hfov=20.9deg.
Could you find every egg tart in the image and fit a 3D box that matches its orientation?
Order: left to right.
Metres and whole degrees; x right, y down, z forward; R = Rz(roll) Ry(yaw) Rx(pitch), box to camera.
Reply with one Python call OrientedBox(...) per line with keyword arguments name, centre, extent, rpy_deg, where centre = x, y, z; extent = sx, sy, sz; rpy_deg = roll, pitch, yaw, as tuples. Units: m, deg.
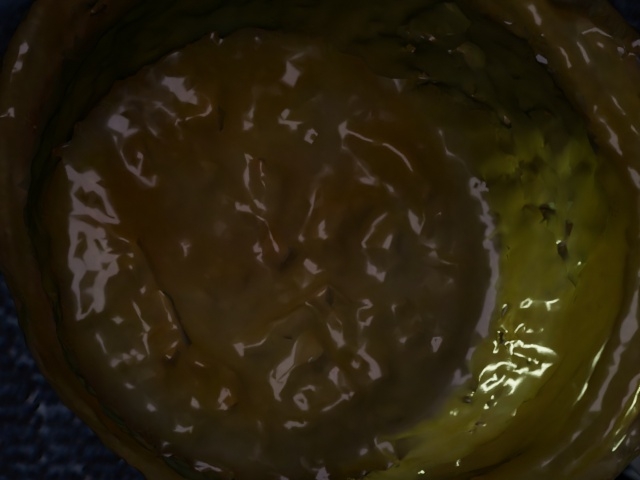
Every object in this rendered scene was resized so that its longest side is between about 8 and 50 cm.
OrientedBox(name="egg tart", centre=(0.000, 0.000, 0.628), extent=(0.288, 0.118, 0.288), rpy_deg=(3, 103, 14))

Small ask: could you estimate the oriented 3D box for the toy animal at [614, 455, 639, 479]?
OrientedBox(name="toy animal", centre=(0.159, 0.101, 0.722), extent=(0.166, 0.138, 0.179), rpy_deg=(28, 109, 8))
